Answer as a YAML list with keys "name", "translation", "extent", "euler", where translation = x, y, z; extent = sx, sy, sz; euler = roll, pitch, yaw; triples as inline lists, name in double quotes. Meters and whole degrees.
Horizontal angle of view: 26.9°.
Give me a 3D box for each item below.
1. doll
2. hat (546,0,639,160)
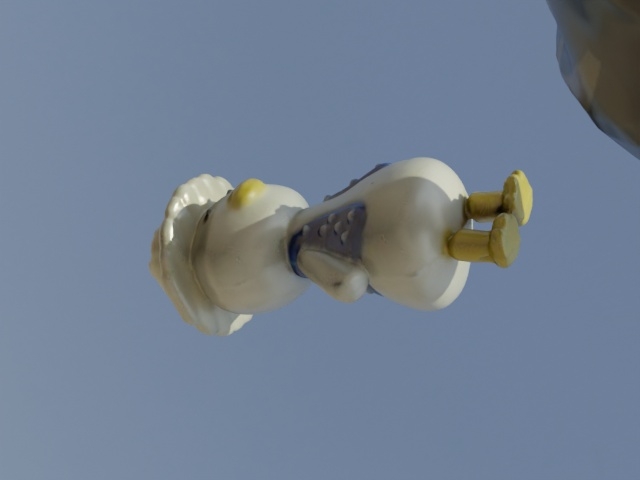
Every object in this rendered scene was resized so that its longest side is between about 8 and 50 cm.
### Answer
- name: "doll"
  translation: [0.000, 0.000, 0.913]
  extent: [0.293, 0.138, 0.119]
  euler: [-8, -56, 32]
- name: "hat"
  translation: [0.242, -0.053, 0.608]
  extent: [0.366, 0.257, 0.382]
  euler: [20, -23, 22]
